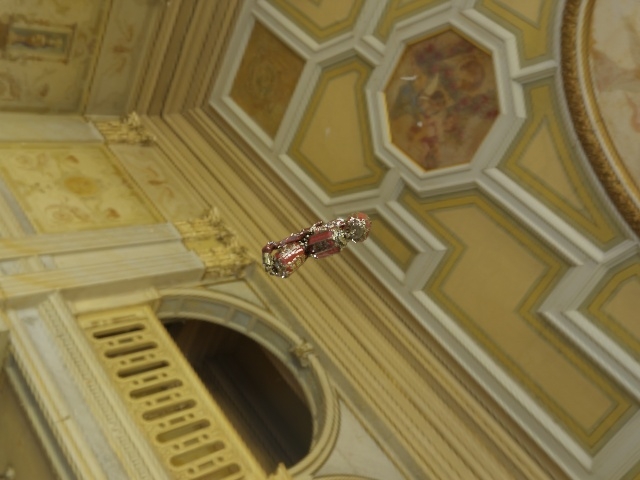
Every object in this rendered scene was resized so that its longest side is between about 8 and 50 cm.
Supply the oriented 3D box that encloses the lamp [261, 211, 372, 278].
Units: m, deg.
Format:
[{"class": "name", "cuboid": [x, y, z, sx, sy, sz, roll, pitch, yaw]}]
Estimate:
[{"class": "lamp", "cuboid": [0.000, 0.000, 0.524, 0.083, 0.063, 0.031, -18, -78, 13]}]
